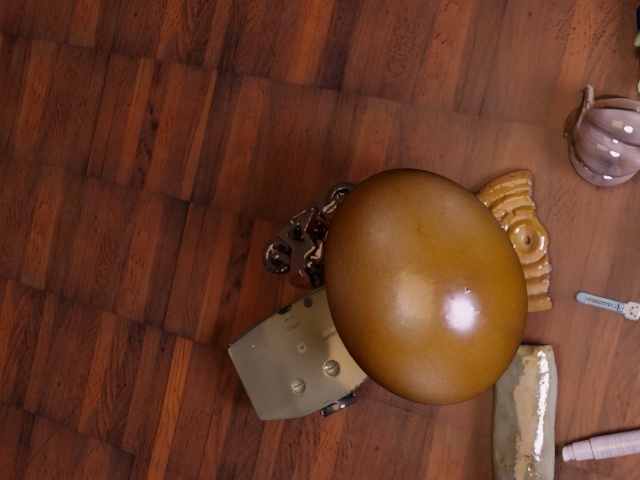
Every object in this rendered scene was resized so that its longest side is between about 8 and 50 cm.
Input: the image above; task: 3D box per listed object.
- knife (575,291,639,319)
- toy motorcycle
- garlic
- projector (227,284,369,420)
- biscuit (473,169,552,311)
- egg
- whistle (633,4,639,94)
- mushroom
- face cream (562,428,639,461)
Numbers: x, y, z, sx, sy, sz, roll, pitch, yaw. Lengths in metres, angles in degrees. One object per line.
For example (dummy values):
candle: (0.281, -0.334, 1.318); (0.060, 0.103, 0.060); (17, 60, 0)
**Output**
knife: (0.434, 0.096, 1.187); (0.096, 0.010, 0.027); (15, 94, 22)
toy motorcycle: (0.000, 0.000, 1.332); (0.212, 0.084, 0.118); (-41, 66, 11)
garlic: (0.450, -0.135, 1.142); (0.194, 0.127, 0.131); (23, 131, -6)
projector: (-0.006, 0.195, 1.324); (0.269, 0.088, 0.194); (-30, 78, 19)
biscuit: (0.286, 0.004, 1.239); (0.144, 0.033, 0.224); (-7, 85, 22)
egg: (0.147, 0.063, 1.139); (0.282, 0.282, 0.351); (-31, 72, 19)
whistle: (0.505, -0.307, 1.129); (0.105, 0.085, 0.228); (-3, 87, 20)
mushroom: (0.311, 0.310, 1.199); (0.099, 0.081, 0.312); (0, 84, 19)
face cream: (0.427, 0.308, 1.172); (0.130, 0.034, 0.034); (-17, 82, 20)
